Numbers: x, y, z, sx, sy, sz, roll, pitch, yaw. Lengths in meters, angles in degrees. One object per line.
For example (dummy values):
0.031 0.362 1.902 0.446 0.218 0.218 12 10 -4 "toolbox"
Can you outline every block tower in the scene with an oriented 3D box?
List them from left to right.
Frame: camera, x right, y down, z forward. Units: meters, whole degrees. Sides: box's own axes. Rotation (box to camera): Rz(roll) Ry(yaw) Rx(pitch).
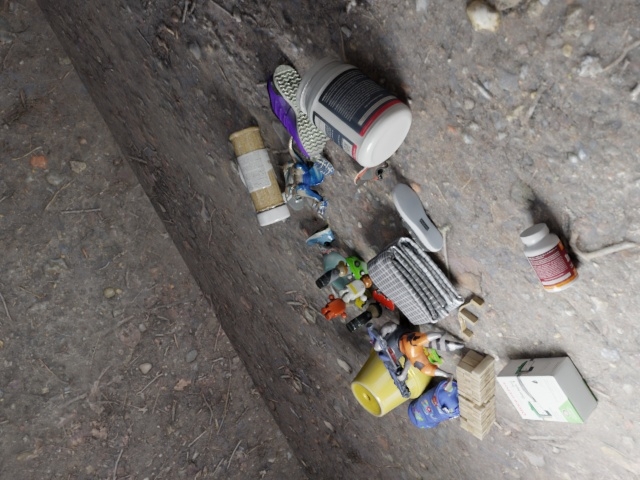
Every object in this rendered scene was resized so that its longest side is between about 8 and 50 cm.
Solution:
0.517 0.510 1.858 0.097 0.091 0.335 26 140 40 "block tower"

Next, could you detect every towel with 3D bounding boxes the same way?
0.280 0.140 1.752 0.283 0.121 0.235 51 161 5 "towel"

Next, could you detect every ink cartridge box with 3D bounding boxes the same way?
0.634 0.422 1.587 0.160 0.093 0.219 56 151 -3 "ink cartridge box"

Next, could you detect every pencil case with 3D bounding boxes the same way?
0.429 0.613 2.066 0.133 0.119 0.306 60 155 19 "pencil case"

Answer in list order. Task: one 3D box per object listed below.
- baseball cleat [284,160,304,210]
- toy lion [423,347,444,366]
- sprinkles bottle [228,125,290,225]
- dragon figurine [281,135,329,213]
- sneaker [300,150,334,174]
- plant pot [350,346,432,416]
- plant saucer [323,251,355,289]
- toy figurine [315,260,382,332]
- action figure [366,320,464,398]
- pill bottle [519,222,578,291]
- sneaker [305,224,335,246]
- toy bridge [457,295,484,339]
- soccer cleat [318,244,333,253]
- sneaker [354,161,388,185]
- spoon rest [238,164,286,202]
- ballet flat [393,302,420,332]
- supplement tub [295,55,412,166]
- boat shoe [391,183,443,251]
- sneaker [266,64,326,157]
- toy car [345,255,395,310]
-0.090 -0.182 2.018 0.109 0.072 0.205 -128 20 -52 "baseball cleat"
0.385 0.399 2.001 0.100 0.034 0.096 60 158 -11 "toy lion"
-0.224 -0.235 2.057 0.121 0.121 0.355 -11 100 59 "sprinkles bottle"
-0.047 -0.227 1.909 0.085 0.144 0.289 11 110 54 "dragon figurine"
-0.002 -0.273 1.840 0.135 0.058 0.052 41 130 -19 "sneaker"
0.251 0.521 2.112 0.254 0.239 0.254 37 147 30 "plant pot"
0.068 0.133 2.177 0.195 0.037 0.195 37 146 30 "plant saucer"
0.103 0.194 1.980 0.213 0.148 0.209 19 130 49 "toy figurine"
0.312 0.389 1.907 0.330 0.178 0.341 13 136 46 "action figure"
0.538 0.039 1.327 0.152 0.086 0.086 58 151 -8 "pill bottle"
0.000 0.000 2.109 0.073 0.063 0.162 54 152 -6 "sneaker"
0.454 0.233 1.722 0.063 0.026 0.188 39 148 30 "toy bridge"
0.021 0.030 2.145 0.035 0.029 0.083 56 156 -12 "soccer cleat"
0.153 -0.197 1.677 0.065 0.061 0.158 45 151 3 "sneaker"
-0.240 -0.220 2.207 0.276 0.084 0.137 32 144 33 "spoon rest"
0.303 0.252 1.948 0.084 0.058 0.249 7 133 40 "ballet flat"
0.086 -0.341 1.480 0.272 0.191 0.191 43 149 19 "supplement tub"
0.270 -0.061 1.637 0.228 0.080 0.076 51 151 -10 "boat shoe"
-0.085 -0.399 1.780 0.146 0.102 0.293 -6 110 60 "sneaker"
0.166 0.146 2.029 0.239 0.053 0.225 -7 114 57 "toy car"
